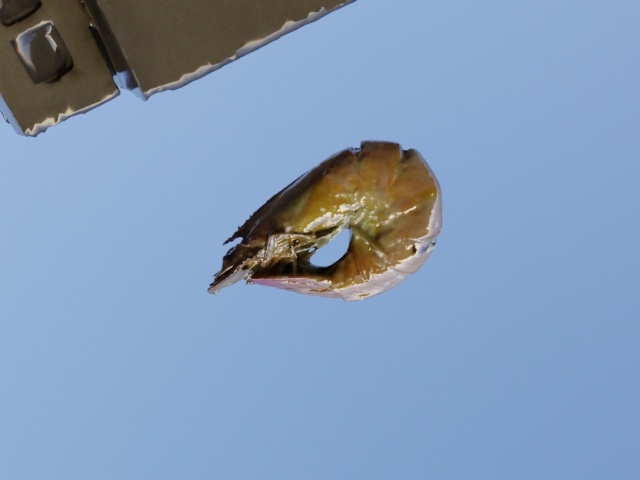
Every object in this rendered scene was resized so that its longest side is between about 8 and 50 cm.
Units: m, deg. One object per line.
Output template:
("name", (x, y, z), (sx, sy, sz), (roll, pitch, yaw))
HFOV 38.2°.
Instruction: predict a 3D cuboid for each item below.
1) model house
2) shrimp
("model house", (-0.120, -0.196, 0.425), (0.204, 0.243, 0.211), (-30, -156, -13))
("shrimp", (-0.001, 0.000, 0.925), (0.267, 0.061, 0.145), (-25, -86, 14))
